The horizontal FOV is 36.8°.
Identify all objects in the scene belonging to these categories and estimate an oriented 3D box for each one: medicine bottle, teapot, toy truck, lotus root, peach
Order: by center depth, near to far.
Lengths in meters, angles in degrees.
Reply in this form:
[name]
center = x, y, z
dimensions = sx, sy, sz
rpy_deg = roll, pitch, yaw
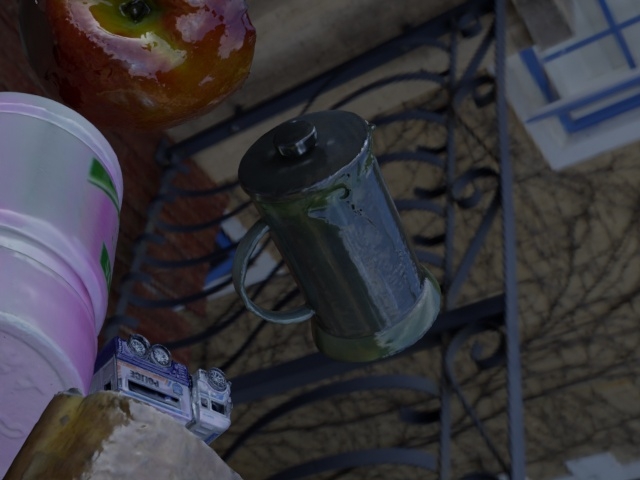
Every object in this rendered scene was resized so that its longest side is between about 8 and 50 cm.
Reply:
[lotus root]
center = -0.085, 0.128, 0.411
dimensions = 0.122, 0.112, 0.081
rpy_deg = 50, 38, -21
[medicine bottle]
center = -0.294, 0.030, 0.861
dimensions = 0.212, 0.212, 0.325
rpy_deg = 49, 19, -32
[teapot]
center = 0.000, 0.000, 1.315
dimensions = 0.200, 0.270, 0.337
rpy_deg = 45, -16, 53
[peach]
center = -0.285, -0.324, 1.432
dimensions = 0.310, 0.406, 0.335
rpy_deg = -19, 103, -23
[toy truck]
center = -0.281, 0.286, 1.699
dimensions = 0.268, 0.124, 0.155
rpy_deg = 29, 31, -35
